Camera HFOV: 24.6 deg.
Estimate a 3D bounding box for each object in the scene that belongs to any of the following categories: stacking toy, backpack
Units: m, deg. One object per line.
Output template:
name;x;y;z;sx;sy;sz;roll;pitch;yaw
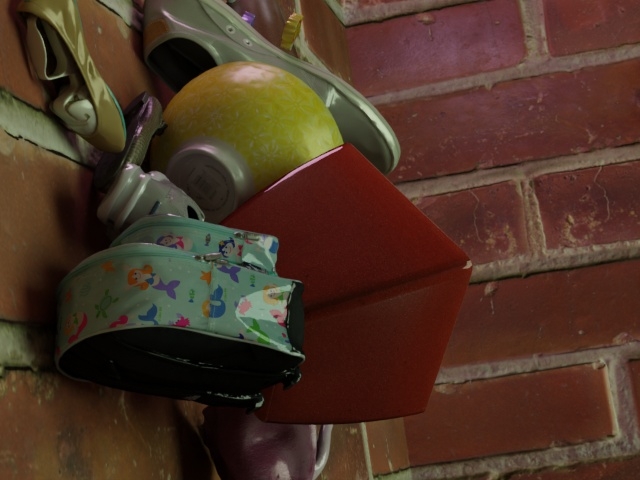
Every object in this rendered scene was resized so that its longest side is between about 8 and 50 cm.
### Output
stacking toy;-0.122;-0.289;2.228;0.221;0.167;0.052;104;7;-57
backpack;-0.163;0.081;1.612;0.225;0.253;0.191;-36;-126;53

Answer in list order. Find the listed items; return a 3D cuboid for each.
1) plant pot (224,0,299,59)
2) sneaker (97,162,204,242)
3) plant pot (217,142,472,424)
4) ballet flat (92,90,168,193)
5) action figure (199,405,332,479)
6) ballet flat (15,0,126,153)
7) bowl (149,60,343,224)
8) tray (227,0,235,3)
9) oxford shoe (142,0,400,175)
plant pot;-0.113;-0.315;2.491;0.167;0.167;0.165;51;23;-68
sneaker;-0.194;-0.017;1.787;0.105;0.115;0.281;-57;177;1
plant pot;-0.009;0.078;1.826;0.267;0.236;0.267;46;-42;34
ballet flat;-0.235;-0.119;1.868;0.058;0.084;0.250;45;19;-18
action figure;-0.049;0.373;1.963;0.248;0.276;0.370;73;-2;-59
ballet flat;-0.297;-0.189;1.706;0.073;0.080;0.232;-47;129;-41
bowl;-0.125;-0.087;1.974;0.156;0.289;0.289;-33;114;-59
tray;-0.171;-0.474;2.447;0.270;0.030;0.145;-66;136;-89
oxford shoe;-0.082;-0.207;2.159;0.449;0.169;0.130;33;52;-18
